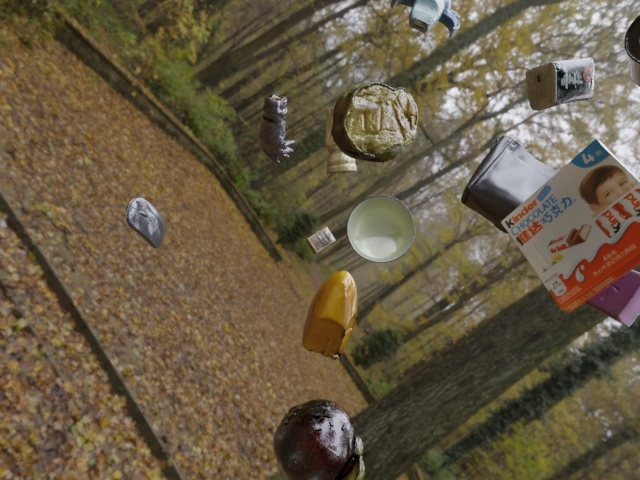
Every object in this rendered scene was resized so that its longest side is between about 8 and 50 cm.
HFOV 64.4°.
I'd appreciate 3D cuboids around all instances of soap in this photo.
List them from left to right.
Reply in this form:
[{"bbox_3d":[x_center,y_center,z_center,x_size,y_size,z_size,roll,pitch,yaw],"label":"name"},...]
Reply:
[{"bbox_3d":[1.034,0.172,1.819,0.081,0.181,0.259,31,7,-20],"label":"soap"}]

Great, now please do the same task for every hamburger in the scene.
[{"bbox_3d":[0.181,-0.402,1.746,0.134,0.285,0.265,156,-58,-77],"label":"hamburger"}]

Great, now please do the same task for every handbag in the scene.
[{"bbox_3d":[0.582,-0.146,1.461,0.285,0.257,0.113,32,-16,12],"label":"handbag"}]

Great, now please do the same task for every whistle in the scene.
[{"bbox_3d":[0.275,-0.590,1.280,0.180,0.269,0.093,29,-39,1],"label":"whistle"}]

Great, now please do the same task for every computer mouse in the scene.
[{"bbox_3d":[-0.610,-0.059,1.809,0.232,0.057,0.120,67,30,-58],"label":"computer mouse"}]

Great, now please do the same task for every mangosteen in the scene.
[{"bbox_3d":[-0.008,0.712,1.763,0.330,0.330,0.330,56,-1,2],"label":"mangosteen"}]

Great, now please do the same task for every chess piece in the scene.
[{"bbox_3d":[0.082,-0.447,2.252,0.137,0.137,0.301,-138,-138,-85],"label":"chess piece"}]

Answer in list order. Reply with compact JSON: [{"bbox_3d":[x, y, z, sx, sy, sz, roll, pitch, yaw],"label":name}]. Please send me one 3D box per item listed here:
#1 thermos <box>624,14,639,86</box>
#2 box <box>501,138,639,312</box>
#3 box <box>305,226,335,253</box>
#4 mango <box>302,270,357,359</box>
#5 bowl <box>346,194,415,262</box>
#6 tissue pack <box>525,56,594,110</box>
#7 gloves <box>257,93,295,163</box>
[{"bbox_3d":[0.714,-0.372,1.069,0.330,0.109,0.136,-6,77,-57],"label":"thermos"},{"bbox_3d":[0.552,-0.033,1.069,0.048,0.273,0.265,19,35,-34],"label":"box"},{"bbox_3d":[0.000,0.000,1.577,0.053,0.083,0.024,56,-29,1],"label":"box"},{"bbox_3d":[0.030,0.189,1.302,0.126,0.252,0.154,16,23,3],"label":"mango"},{"bbox_3d":[0.205,-0.031,1.787,0.238,0.237,0.126,56,-6,7],"label":"bowl"},{"bbox_3d":[0.570,-0.372,1.205,0.090,0.170,0.103,9,-67,56],"label":"tissue pack"},{"bbox_3d":[-0.162,-0.384,1.777,0.142,0.119,0.285,45,-23,34],"label":"gloves"}]
